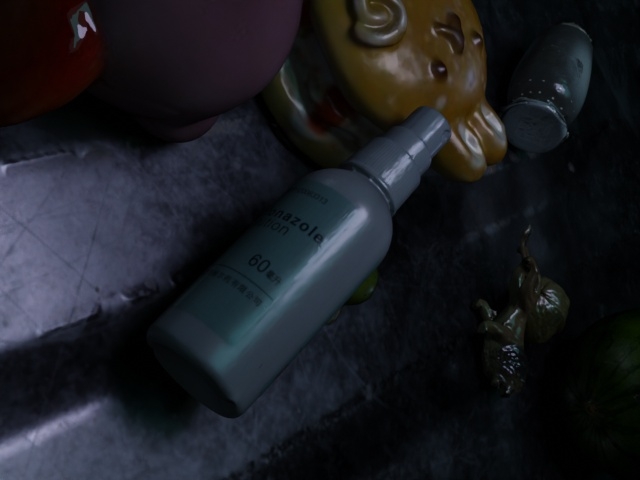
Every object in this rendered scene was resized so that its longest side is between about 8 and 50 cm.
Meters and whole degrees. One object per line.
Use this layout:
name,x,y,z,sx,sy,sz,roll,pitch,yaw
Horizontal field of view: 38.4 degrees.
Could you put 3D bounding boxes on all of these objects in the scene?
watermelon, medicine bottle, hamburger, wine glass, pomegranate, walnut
watermelon,0.441,0.209,1.228,0.242,0.242,0.242,18,65,-43
medicine bottle,0.000,0.000,0.840,0.352,0.110,0.110,-47,113,-24
hamburger,0.074,-0.194,1.006,0.261,0.186,0.302,-24,98,-47
wine glass,0.335,-0.225,1.348,0.111,0.111,0.204,49,49,-25
pomegranate,0.025,0.045,0.968,0.073,0.073,0.084,-20,130,-48
walnut,0.289,0.092,1.219,0.092,0.092,0.092,18,65,-43

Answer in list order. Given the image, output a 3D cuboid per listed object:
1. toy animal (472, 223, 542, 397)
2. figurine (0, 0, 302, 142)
toy animal,0.234,0.085,1.156,0.086,0.069,0.219,12,91,-15
figurine,-0.130,-0.208,0.748,0.261,0.211,0.269,15,73,-49
